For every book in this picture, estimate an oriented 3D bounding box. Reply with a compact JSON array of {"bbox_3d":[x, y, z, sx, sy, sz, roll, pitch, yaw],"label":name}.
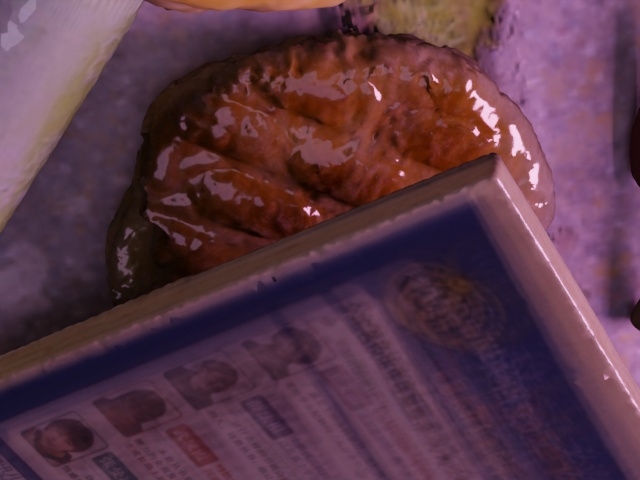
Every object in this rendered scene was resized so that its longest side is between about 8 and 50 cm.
[{"bbox_3d":[-0.016,0.109,0.612,0.322,0.018,0.228,-22,120,23],"label":"book"}]

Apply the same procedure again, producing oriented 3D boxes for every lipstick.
[{"bbox_3d":[-0.160,-0.011,0.552,0.076,0.076,0.304,29,109,-20],"label":"lipstick"}]

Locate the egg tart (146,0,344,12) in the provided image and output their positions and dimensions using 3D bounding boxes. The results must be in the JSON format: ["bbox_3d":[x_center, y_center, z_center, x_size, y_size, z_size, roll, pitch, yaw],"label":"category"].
[{"bbox_3d":[-0.062,-0.213,0.393,0.341,0.132,0.341,3,85,-33],"label":"egg tart"}]

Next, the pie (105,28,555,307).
[{"bbox_3d":[0.000,0.000,0.596,0.195,0.046,0.195,-4,117,-7],"label":"pie"}]

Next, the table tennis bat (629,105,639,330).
[{"bbox_3d":[0.165,-0.018,0.602,0.087,0.013,0.156,32,132,21],"label":"table tennis bat"}]
